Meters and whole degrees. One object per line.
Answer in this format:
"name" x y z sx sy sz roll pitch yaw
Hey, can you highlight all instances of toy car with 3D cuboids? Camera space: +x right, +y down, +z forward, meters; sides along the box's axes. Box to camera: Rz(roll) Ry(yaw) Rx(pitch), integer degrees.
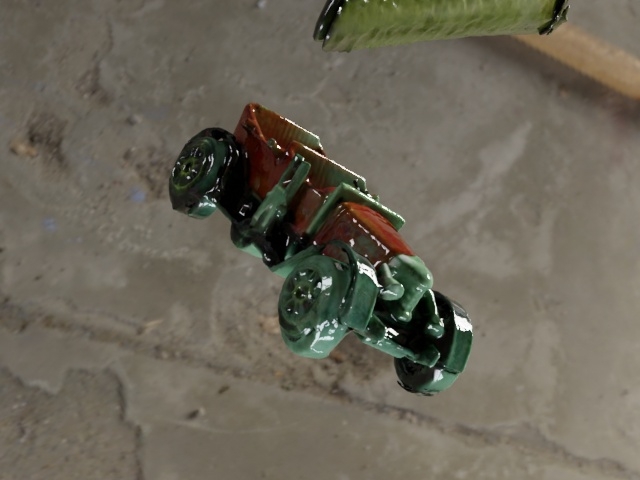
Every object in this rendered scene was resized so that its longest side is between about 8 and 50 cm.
"toy car" 0.000 0.000 0.472 0.073 0.143 0.054 27 101 -36

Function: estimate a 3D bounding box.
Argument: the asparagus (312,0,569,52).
"asparagus" 0.106 -0.239 1.188 0.382 0.108 0.128 -15 75 -44
